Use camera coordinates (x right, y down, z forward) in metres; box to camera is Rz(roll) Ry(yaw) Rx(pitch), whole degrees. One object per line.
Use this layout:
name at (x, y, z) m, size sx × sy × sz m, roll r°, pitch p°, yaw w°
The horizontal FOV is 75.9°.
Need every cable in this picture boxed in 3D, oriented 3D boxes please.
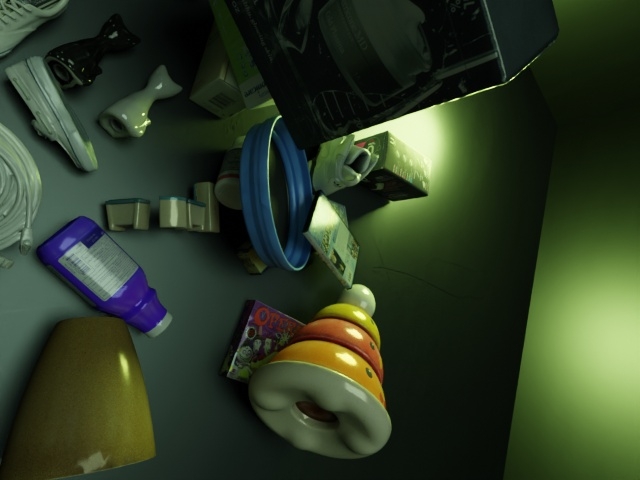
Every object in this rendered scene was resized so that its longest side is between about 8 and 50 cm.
cable at (-0.606, -0.095, 0.672) m, size 0.257 × 0.089 × 0.257 m, roll 27°, pitch 61°, yaw -49°

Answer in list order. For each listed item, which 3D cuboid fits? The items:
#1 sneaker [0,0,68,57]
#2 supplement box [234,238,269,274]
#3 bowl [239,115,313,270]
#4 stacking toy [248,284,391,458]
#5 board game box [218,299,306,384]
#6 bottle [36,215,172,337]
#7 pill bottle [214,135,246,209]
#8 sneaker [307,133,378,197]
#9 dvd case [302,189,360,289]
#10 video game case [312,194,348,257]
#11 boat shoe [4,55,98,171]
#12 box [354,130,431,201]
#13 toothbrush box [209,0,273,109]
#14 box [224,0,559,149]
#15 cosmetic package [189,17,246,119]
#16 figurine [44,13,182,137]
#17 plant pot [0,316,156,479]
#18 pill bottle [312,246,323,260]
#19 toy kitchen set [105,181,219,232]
sneaker at (-0.574, -0.424, 0.755) m, size 0.094 × 0.091 × 0.258 m, roll 46°, pitch 57°, yaw -30°
supplement box at (-0.169, 0.036, 1.109) m, size 0.083 × 0.056 × 0.083 m, roll -46°, pitch 117°, yaw -37°
bowl at (-0.101, -0.115, 1.048) m, size 0.391 × 0.077 × 0.390 m, roll -4°, pitch 90°, yaw -78°
stacking toy at (0.050, 0.285, 1.111) m, size 0.350 × 0.351 × 0.479 m, roll 56°, pitch 36°, yaw -24°
board game box at (-0.099, 0.328, 1.155) m, size 0.347 × 0.056 × 0.208 m, roll 34°, pitch 59°, yaw -35°
bottle at (-0.425, 0.085, 0.840) m, size 0.282 × 0.092 × 0.118 m, roll 54°, pitch 47°, yaw -26°
pill bottle at (-0.200, -0.179, 1.051) m, size 0.108 × 0.108 × 0.180 m, roll 35°, pitch 45°, yaw -35°
sneaker at (0.079, -0.298, 1.271) m, size 0.137 × 0.210 × 0.365 m, roll 33°, pitch 64°, yaw -36°
dvd case at (0.040, -0.001, 1.197) m, size 0.253 × 0.022 × 0.180 m, roll 53°, pitch 36°, yaw -32°
video game case at (0.040, -0.032, 1.256) m, size 0.173 × 0.022 × 0.190 m, roll 14°, pitch 64°, yaw -57°
boat shoe at (-0.523, -0.235, 0.805) m, size 0.076 × 0.083 × 0.226 m, roll -23°, pitch 107°, yaw -12°
box at (0.248, -0.254, 1.456) m, size 0.270 × 0.165 × 0.143 m, roll 20°, pitch 73°, yaw -41°
toothbrush box at (-0.111, -0.475, 0.959) m, size 0.206 × 0.122 × 0.283 m, roll -29°, pitch 107°, yaw -41°
box at (0.088, -0.476, 0.739) m, size 0.297 × 0.472 × 0.479 m, roll -43°, pitch 115°, yaw -37°
cosmetic package at (-0.215, -0.488, 1.052) m, size 0.113 × 0.160 × 0.309 m, roll 23°, pitch 69°, yaw -40°
figurine at (-0.429, -0.357, 0.893) m, size 0.215 × 0.092 × 0.209 m, roll 49°, pitch 52°, yaw -29°
plant pot at (-0.425, 0.276, 0.750) m, size 0.237 × 0.237 × 0.254 m, roll 12°, pitch 64°, yaw -42°
pill bottle at (0.000, 0.000, 1.264) m, size 0.067 × 0.067 × 0.120 m, roll -41°, pitch 113°, yaw -38°
toy kitchen set at (-0.354, -0.080, 0.948) m, size 0.207 × 0.166 × 0.122 m, roll 15°, pitch 73°, yaw -79°
